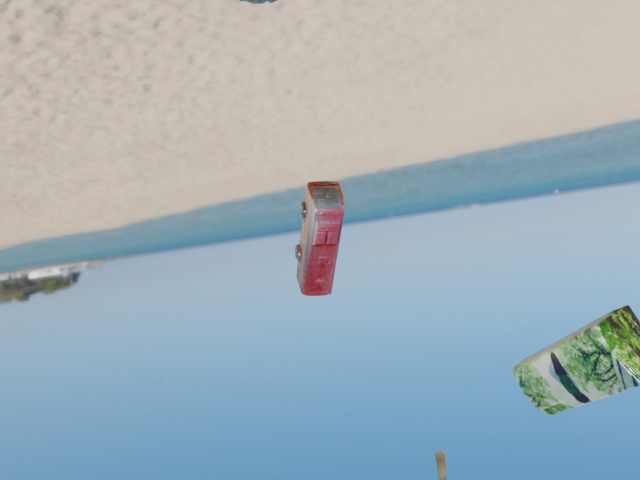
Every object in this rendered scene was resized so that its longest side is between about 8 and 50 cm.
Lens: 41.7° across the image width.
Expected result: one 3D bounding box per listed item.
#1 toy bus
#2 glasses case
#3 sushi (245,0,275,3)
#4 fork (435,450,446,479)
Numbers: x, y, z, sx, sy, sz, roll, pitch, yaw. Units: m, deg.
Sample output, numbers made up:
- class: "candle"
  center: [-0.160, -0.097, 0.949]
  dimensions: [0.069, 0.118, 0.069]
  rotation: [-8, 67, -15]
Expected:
- class: "toy bus"
  center: [0.000, 0.000, 1.354]
  dimensions: [0.065, 0.192, 0.077]
  rotation: [-2, -143, -13]
- class: "glasses case"
  center: [0.356, 0.174, 1.149]
  dimensions: [0.062, 0.095, 0.272]
  rotation: [-26, 166, -18]
- class: "sushi"
  center: [-0.057, -0.326, 0.975]
  dimensions: [0.098, 0.084, 0.094]
  rotation: [-13, 173, -42]
- class: "fork"
  center: [0.225, 0.474, 1.552]
  dimensions: [0.034, 0.028, 0.219]
  rotation: [-6, -146, 6]
